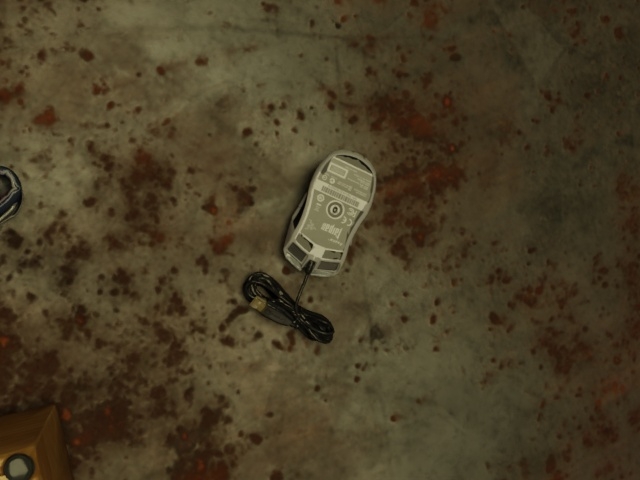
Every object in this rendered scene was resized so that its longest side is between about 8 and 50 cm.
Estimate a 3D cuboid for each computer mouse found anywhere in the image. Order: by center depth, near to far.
[{"bbox_3d":[0.000,0.000,0.927,0.106,0.042,0.193,26,84,-10],"label":"computer mouse"}]

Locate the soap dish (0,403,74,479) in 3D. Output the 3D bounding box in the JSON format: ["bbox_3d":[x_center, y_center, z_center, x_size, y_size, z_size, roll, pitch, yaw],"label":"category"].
[{"bbox_3d":[-0.339,0.284,0.748,0.291,0.118,0.229,-12,89,-20],"label":"soap dish"}]

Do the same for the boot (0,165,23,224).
[{"bbox_3d":[-0.349,-0.011,0.786,0.190,0.086,0.069,-34,97,-18],"label":"boot"}]
